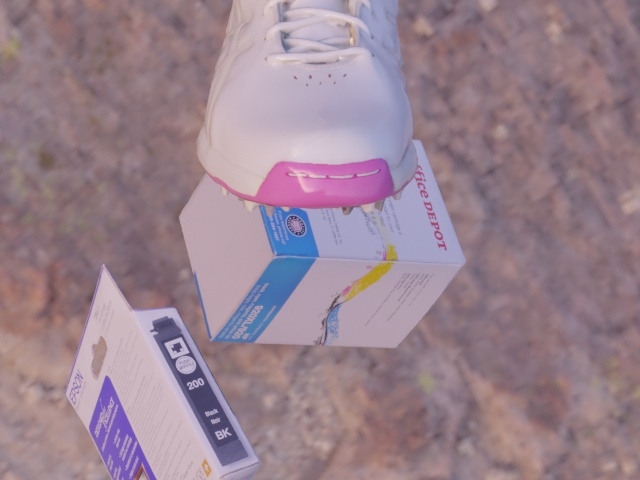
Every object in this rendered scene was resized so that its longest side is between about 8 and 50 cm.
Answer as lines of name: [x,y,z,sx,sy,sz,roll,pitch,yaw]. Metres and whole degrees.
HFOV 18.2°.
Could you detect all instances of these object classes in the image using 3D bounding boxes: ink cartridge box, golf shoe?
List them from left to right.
ink cartridge box: [-0.134,0.150,1.624,0.045,0.206,0.208,-18,63,-28]
golf shoe: [-0.009,-0.113,1.054,0.115,0.140,0.306,-1,24,-3]
ink cartridge box: [0.000,0.000,2.122,0.232,0.168,0.171,4,53,-29]
